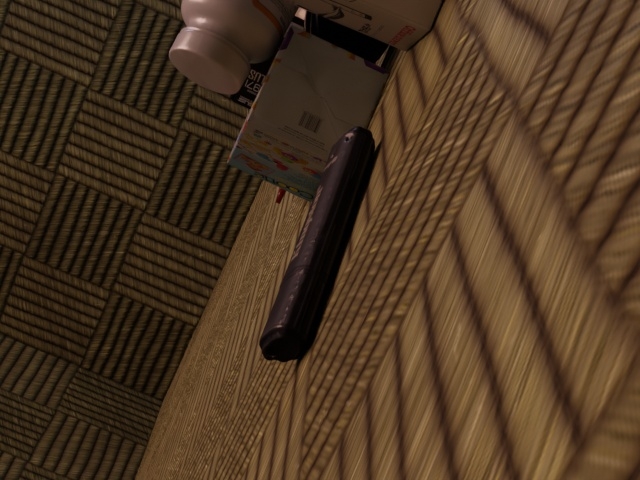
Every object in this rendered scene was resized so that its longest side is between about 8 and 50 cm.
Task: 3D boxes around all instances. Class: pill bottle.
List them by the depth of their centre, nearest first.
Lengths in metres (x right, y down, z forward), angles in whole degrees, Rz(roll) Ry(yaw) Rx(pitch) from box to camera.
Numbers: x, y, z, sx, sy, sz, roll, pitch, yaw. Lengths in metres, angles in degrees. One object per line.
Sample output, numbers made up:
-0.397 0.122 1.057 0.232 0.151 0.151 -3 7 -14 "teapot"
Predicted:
-0.096 -0.318 1.432 0.246 0.136 0.136 -64 5 -16 "pill bottle"

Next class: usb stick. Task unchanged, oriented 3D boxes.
0.000 0.000 1.154 0.077 0.045 0.278 122 170 -58 "usb stick"

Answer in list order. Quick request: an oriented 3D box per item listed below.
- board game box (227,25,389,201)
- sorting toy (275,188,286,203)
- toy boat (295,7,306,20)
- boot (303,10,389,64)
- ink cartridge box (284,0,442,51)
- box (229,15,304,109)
-0.025 -0.164 1.513 0.275 0.144 0.142 147 147 -77 "board game box"
-0.015 -0.158 1.863 0.274 0.046 0.132 -77 12 -61 "sorting toy"
0.030 -0.355 1.938 0.151 0.151 0.231 -37 -1 -16 "toy boat"
0.084 -0.373 1.422 0.260 0.131 0.348 -106 40 -80 "boot"
0.034 -0.298 1.247 0.148 0.203 0.086 -177 109 -84 "ink cartridge box"
-0.028 -0.249 1.680 0.147 0.180 0.078 121 171 -48 "box"
